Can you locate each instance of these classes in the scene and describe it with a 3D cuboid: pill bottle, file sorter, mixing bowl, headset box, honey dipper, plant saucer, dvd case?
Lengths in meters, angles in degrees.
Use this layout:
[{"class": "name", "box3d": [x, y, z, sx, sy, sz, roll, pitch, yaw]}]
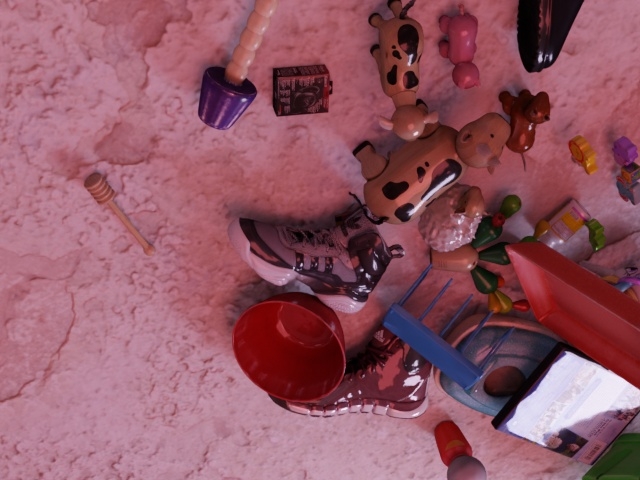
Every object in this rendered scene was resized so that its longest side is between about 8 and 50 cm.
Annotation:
[{"class": "pill bottle", "box3d": [0.383, -0.023, 1.898, 0.083, 0.043, 0.043, -43, 124, 16]}, {"class": "file sorter", "box3d": [0.197, 0.131, 1.855, 0.170, 0.118, 0.104, 38, 74, 7]}, {"class": "mixing bowl", "box3d": [-0.035, 0.147, 1.850, 0.182, 0.098, 0.181, 9, 120, 15]}, {"class": "headset box", "box3d": [-0.023, -0.208, 1.666, 0.083, 0.032, 0.062, -7, 126, -12]}, {"class": "honey dipper", "box3d": [-0.281, -0.032, 1.720, 0.030, 0.030, 0.160, -30, 128, 6]}, {"class": "plant saucer", "box3d": [0.407, 0.113, 1.771, 0.047, 0.258, 0.259, -48, 145, -9]}, {"class": "dvd case", "box3d": [0.420, 0.272, 1.975, 0.253, 0.022, 0.180, 25, 110, -34]}]

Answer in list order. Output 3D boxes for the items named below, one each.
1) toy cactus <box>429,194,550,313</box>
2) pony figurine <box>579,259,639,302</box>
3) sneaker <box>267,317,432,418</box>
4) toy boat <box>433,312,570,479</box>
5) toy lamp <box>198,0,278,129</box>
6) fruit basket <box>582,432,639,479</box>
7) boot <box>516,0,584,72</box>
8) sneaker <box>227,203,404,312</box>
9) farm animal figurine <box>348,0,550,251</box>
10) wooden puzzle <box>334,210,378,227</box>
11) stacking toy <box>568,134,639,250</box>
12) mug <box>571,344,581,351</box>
[{"class": "toy cactus", "box3d": [0.263, 0.032, 1.880, 0.181, 0.112, 0.219, -3, 134, -1]}, {"class": "pony figurine", "box3d": [0.618, 0.103, 1.843, 0.364, 0.351, 0.302, -26, 152, -11]}, {"class": "sneaker", "box3d": [0.057, 0.195, 1.941, 0.282, 0.106, 0.162, 5, 112, -24]}, {"class": "toy boat", "box3d": [0.293, 0.276, 2.016, 0.268, 0.148, 0.318, 15, 118, -24]}, {"class": "toy lamp", "box3d": [-0.090, -0.271, 1.577, 0.080, 0.080, 0.274, 14, 117, -23]}, {"class": "fruit basket", "box3d": [0.664, 0.521, 2.176, 0.392, 0.392, 0.283, 28, 155, -30]}, {"class": "boot", "box3d": [0.383, -0.349, 1.640, 0.207, 0.094, 0.246, -3, 119, -8]}, {"class": "sneaker", "box3d": [0.000, 0.000, 1.770, 0.269, 0.101, 0.153, 28, 118, -34]}, {"class": "farm animal figurine", "box3d": [0.164, -0.145, 1.673, 0.330, 0.172, 0.326, 24, 115, -28]}, {"class": "wooden puzzle", "box3d": [0.049, -0.023, 1.830, 0.083, 0.006, 0.049, -12, 126, -6]}, {"class": "stacking toy", "box3d": [0.468, -0.106, 1.843, 0.167, 0.052, 0.221, -31, 134, -12]}, {"class": "mug", "box3d": [0.509, 0.140, 2.011, 0.169, 0.113, 0.150, -45, 125, 11]}]
